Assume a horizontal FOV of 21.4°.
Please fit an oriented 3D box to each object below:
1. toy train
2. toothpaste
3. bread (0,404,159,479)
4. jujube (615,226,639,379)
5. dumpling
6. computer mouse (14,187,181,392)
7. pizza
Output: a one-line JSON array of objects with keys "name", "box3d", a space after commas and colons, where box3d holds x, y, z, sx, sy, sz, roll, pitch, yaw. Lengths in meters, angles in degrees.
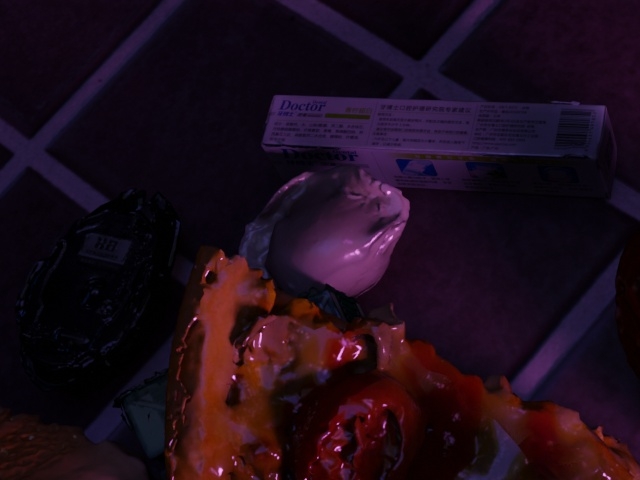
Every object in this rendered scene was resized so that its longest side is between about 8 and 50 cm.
[{"name": "toy train", "box3d": [-0.050, 0.154, 1.530, 0.269, 0.115, 0.154, -29, 77, 12]}, {"name": "toothpaste", "box3d": [0.113, -0.093, 1.639, 0.337, 0.081, 0.067, 4, 63, 21]}, {"name": "bread", "box3d": [-0.304, 0.287, 1.473, 0.316, 0.211, 0.270, 11, 24, 28]}, {"name": "jujube", "box3d": [0.343, 0.083, 1.411, 0.174, 0.174, 0.250, -29, 58, 2]}, {"name": "dumpling", "box3d": [0.000, 0.000, 1.609, 0.188, 0.108, 0.127, -41, 63, 18]}, {"name": "computer mouse", "box3d": [-0.216, 0.052, 1.675, 0.146, 0.077, 0.241, 14, 64, 25]}, {"name": "pizza", "box3d": [0.077, 0.196, 1.404, 0.406, 0.130, 0.439, -9, 86, -4]}]
